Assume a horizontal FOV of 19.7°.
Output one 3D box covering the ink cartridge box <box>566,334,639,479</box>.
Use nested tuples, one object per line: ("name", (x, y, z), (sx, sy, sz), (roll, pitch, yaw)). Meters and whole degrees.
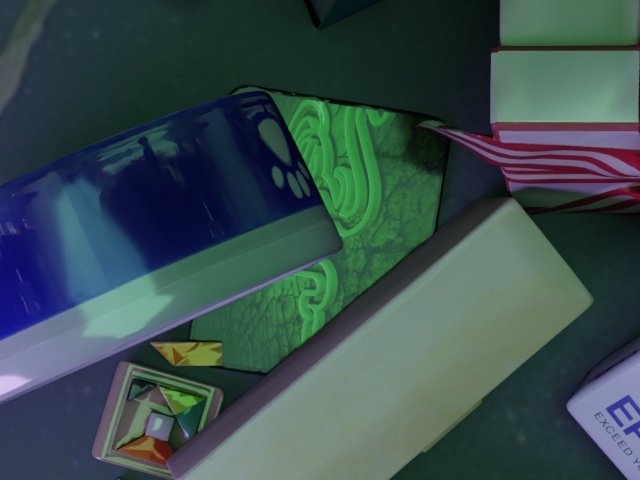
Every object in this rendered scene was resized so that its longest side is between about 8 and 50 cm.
("ink cartridge box", (0.370, 0.137, 1.114), (0.324, 0.071, 0.330), (49, 130, -1))

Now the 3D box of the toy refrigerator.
("toy refrigerator", (0.037, 0.093, 1.161), (0.269, 0.102, 0.094), (-39, 96, -7))

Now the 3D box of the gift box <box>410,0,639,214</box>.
("gift box", (0.202, -0.130, 1.108), (0.276, 0.255, 0.258), (-2, 79, 13))

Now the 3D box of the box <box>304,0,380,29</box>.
("box", (0.015, -0.200, 1.101), (0.060, 0.244, 0.100), (-24, 91, -6))

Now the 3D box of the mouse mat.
("mouse mat", (0.000, 0.000, 1.215), (0.153, 0.007, 0.189), (9, 87, -4))

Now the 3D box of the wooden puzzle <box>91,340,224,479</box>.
("wooden puzzle", (-0.106, 0.118, 1.196), (0.079, 0.014, 0.116), (10, 91, -5))

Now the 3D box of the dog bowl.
("dog bowl", (-0.127, 0.012, 1.074), (0.265, 0.265, 0.104), (-24, 89, -5))
